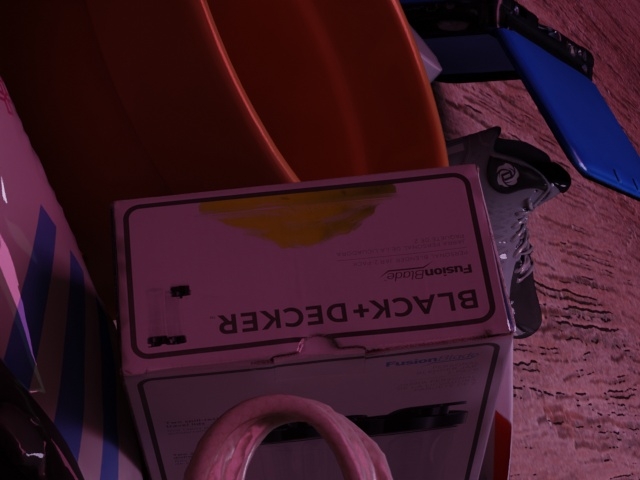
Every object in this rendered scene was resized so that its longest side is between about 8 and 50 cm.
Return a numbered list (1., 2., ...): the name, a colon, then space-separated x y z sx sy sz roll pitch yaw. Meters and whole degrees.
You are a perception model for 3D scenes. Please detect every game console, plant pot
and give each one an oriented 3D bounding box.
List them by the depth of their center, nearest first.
1. plant pot: -0.082 -0.081 0.835 0.291 0.203 0.291 47 31 -40
2. game console: 0.177 -0.125 1.445 0.293 0.250 0.173 13 78 -62

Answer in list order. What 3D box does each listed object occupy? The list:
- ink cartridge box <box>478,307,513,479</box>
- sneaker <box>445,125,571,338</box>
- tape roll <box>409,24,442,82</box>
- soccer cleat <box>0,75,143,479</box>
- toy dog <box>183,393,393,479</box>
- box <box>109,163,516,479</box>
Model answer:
1. ink cartridge box: 0.135 0.166 1.227 0.145 0.045 0.179 84 12 -48
2. sneaker: 0.196 -0.011 1.462 0.229 0.132 0.086 58 25 -21
3. tape roll: -0.005 -0.186 1.160 0.219 0.072 0.219 43 12 -12
4. soccer cleat: -0.169 0.012 0.703 0.143 0.116 0.331 -20 93 -76
5. toy dog: -0.039 0.242 0.602 0.334 0.220 0.161 66 -17 11
6. box: -0.004 0.081 0.751 0.290 0.169 0.087 88 -5 -60
